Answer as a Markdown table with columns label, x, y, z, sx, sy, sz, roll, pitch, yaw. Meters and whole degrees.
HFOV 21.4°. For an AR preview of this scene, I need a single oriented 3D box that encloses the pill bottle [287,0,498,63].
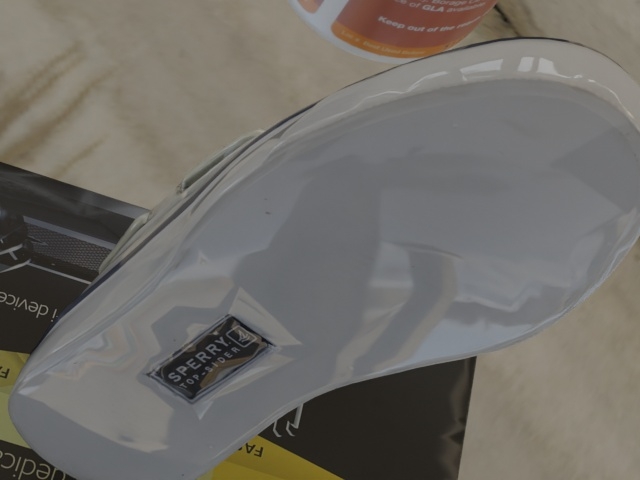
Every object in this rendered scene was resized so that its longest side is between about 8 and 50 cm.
| label | x | y | z | sx | sy | sz | roll | pitch | yaw |
| --- | --- | --- | --- | --- | --- | --- | --- | --- | --- |
| pill bottle | 0.065 | -0.181 | 0.786 | 0.121 | 0.216 | 0.121 | 9 | -115 | -19 |

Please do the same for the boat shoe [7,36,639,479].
| label | x | y | z | sx | sy | sz | roll | pitch | yaw |
| --- | --- | --- | --- | --- | --- | --- | --- | --- | --- |
| boat shoe | 0.000 | 0.000 | 0.543 | 0.096 | 0.088 | 0.267 | 36 | -45 | -17 |

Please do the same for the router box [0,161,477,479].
| label | x | y | z | sx | sy | sz | roll | pitch | yaw |
| --- | --- | --- | --- | --- | --- | --- | --- | --- | --- |
| router box | -0.099 | 0.101 | 0.716 | 0.308 | 0.243 | 0.081 | 18 | -39 | -5 |
